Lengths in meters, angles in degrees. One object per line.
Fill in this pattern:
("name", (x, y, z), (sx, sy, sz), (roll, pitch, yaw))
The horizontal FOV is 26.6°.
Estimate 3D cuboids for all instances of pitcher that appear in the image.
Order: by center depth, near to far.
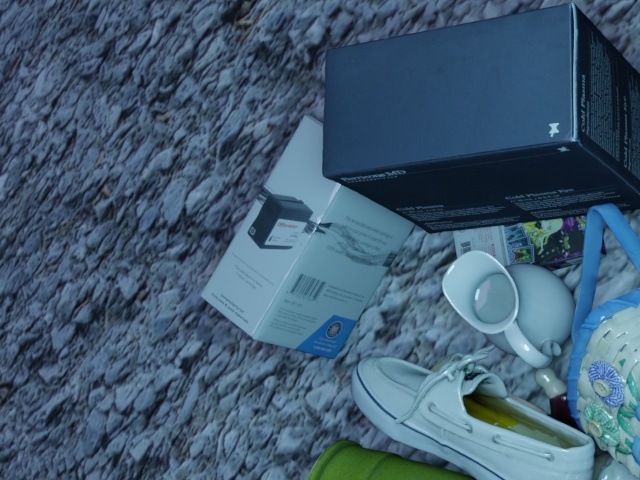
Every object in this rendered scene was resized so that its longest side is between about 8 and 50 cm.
("pitcher", (0.270, 0.106, 1.781), (0.125, 0.207, 0.178), (-42, 60, 18))

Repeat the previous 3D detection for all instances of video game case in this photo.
("video game case", (0.282, -0.062, 1.915), (0.210, 0.042, 0.232), (-18, 69, 28))

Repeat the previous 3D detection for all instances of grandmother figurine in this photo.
("grandmother figurine", (0.290, 0.263, 1.782), (0.342, 0.104, 0.208), (27, 126, 36))

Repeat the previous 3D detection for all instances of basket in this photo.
("basket", (0.385, 0.126, 1.621), (0.201, 0.255, 0.289), (-13, 41, -9))

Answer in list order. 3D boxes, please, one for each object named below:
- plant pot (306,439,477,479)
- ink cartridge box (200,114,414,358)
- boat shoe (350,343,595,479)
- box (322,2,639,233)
("plant pot", (0.178, 0.451, 1.702), (0.353, 0.366, 0.366), (3, 80, 21))
("ink cartridge box", (0.000, 0.000, 1.973), (0.129, 0.223, 0.307), (35, 98, 35))
("boat shoe", (0.188, 0.200, 1.694), (0.367, 0.136, 0.156), (30, 123, 39))
("box", (0.226, -0.145, 1.758), (0.343, 0.312, 0.179), (-7, 74, 29))
